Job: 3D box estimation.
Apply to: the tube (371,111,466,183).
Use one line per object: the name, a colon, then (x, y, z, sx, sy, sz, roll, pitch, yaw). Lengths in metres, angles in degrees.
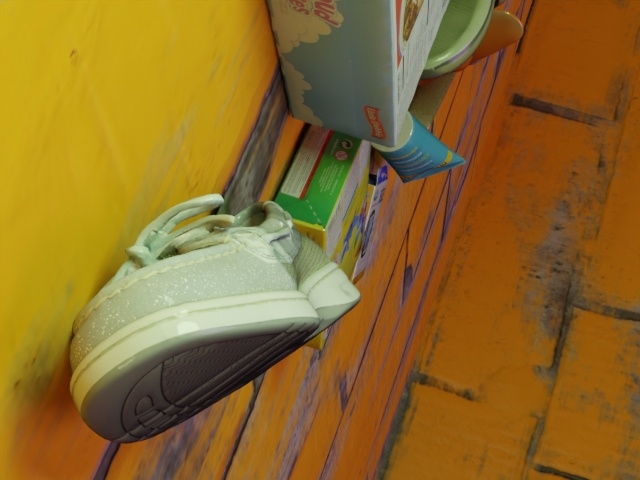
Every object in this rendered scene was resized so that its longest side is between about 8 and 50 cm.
tube: (0.105, -0.101, 1.283, 0.207, 0.080, 0.052, 27, 52, -68)

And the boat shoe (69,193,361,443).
boat shoe: (-0.060, 0.028, 0.626, 0.118, 0.103, 0.320, -36, 174, 15)

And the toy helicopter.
toy helicopter: (0.154, -0.220, 1.277, 0.235, 0.140, 0.355, -71, -176, -51)

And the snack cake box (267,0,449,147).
snack cake box: (0.031, -0.193, 0.762, 0.264, 0.089, 0.152, 79, 31, -68)

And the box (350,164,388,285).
box: (0.046, -0.019, 1.276, 0.081, 0.028, 0.136, -34, 136, -74)

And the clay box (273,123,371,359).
clay box: (0.000, 0.000, 0.991, 0.222, 0.053, 0.127, 93, 16, -55)

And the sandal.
sandal: (0.093, -0.275, 0.957, 0.086, 0.120, 0.303, 39, 61, -59)
